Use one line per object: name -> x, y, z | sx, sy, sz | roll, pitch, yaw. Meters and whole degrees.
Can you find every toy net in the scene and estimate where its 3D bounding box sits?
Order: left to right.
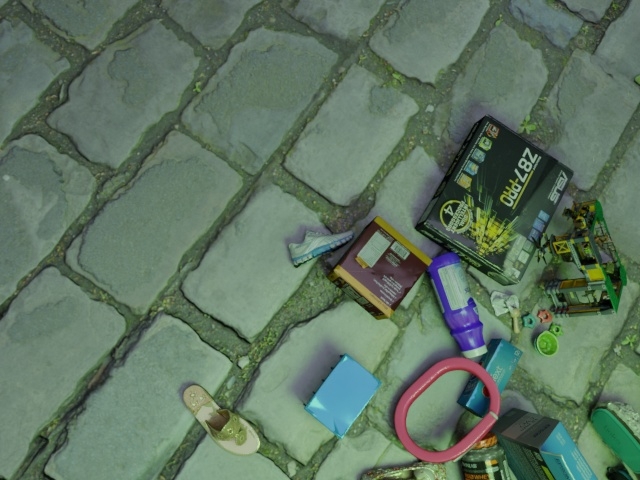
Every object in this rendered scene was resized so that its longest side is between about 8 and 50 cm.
toy net -> 0.589, 0.217, 1.469 | 0.232, 0.045, 0.122 | 44, 77, 2

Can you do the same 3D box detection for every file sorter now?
file sorter -> 0.051, 0.393, 1.326 | 0.118, 0.104, 0.170 | 39, 76, 1

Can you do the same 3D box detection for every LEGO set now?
LEGO set -> 0.707, 0.061, 1.458 | 0.331, 0.192, 0.255 | 55, 47, -22

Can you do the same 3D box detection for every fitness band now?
fitness band -> 0.325, 0.436, 1.334 | 0.291, 0.054, 0.209 | -41, 59, -7

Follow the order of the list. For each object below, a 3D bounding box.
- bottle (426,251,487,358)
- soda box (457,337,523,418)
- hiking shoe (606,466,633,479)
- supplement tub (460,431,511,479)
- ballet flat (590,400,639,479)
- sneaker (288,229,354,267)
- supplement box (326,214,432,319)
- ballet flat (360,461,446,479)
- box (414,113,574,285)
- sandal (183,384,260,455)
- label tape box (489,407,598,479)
bottle -> 0.373, 0.174, 1.409 | 0.092, 0.118, 0.283 | -22, 80, 22
soda box -> 0.460, 0.373, 1.408 | 0.071, 0.067, 0.210 | 34, 76, 0
hiking shoe -> 0.855, 0.759, 1.378 | 0.131, 0.113, 0.304 | -6, 70, -2
supplement tub -> 0.428, 0.602, 1.333 | 0.116, 0.117, 0.191 | -10, 80, -10
ballet flat -> 0.871, 0.589, 1.323 | 0.146, 0.147, 0.409 | -14, 50, -11
sneaker -> 0.000, 0.000, 1.417 | 0.190, 0.071, 0.083 | -23, 77, -12
supplement box -> 0.154, 0.078, 1.391 | 0.191, 0.129, 0.194 | 40, 76, 1
ballet flat -> 0.219, 0.621, 1.319 | 0.240, 0.077, 0.091 | -7, 79, -10
box -> 0.504, -0.116, 1.497 | 0.318, 0.097, 0.395 | 33, 77, -4
sandal -> -0.250, 0.454, 1.283 | 0.240, 0.079, 0.088 | 42, 76, 2
label tape box -> 0.576, 0.559, 1.243 | 0.115, 0.348, 0.249 | -30, 85, -13
